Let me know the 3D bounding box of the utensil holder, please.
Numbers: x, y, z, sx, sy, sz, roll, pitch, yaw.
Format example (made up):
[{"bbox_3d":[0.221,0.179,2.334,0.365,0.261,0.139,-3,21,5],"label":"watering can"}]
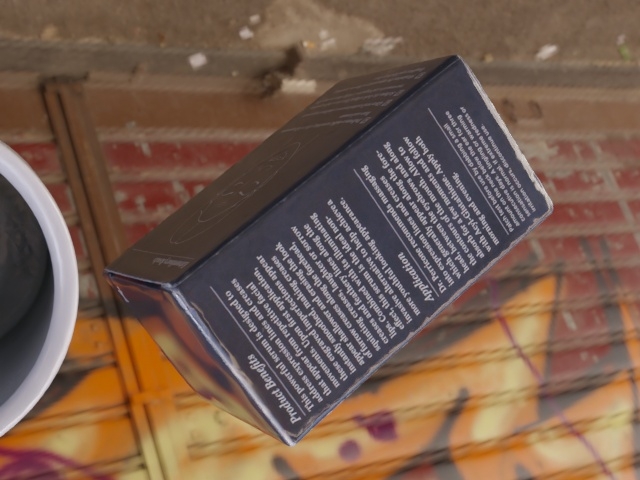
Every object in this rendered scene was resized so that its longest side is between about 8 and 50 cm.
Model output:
[{"bbox_3d":[-0.417,0.027,1.136,0.328,0.327,0.385,-15,-171,-11],"label":"utensil holder"}]

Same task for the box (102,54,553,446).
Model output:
[{"bbox_3d":[0.000,0.000,1.240,0.395,0.212,0.293,-39,-163,-17],"label":"box"}]
